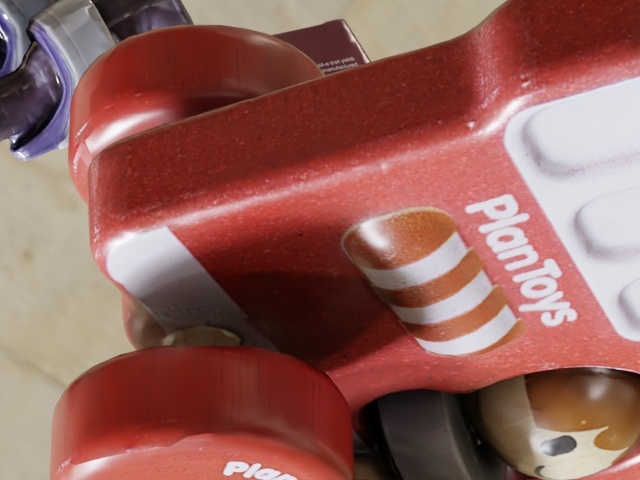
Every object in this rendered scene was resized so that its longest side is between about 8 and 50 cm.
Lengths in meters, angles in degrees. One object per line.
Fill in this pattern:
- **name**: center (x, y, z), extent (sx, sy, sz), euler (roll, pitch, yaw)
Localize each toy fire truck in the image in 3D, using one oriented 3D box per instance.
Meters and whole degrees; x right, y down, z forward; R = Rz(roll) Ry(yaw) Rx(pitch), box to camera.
- **toy fire truck**: center (0.056, 0.033, 0.718), extent (0.254, 0.302, 0.169), euler (-14, -126, 19)

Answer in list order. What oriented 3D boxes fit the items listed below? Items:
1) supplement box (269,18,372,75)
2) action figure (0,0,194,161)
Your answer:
- **supplement box**: center (0.000, 0.000, 1.013), extent (0.239, 0.130, 0.073), euler (61, -27, 33)
- **action figure**: center (-0.188, -0.033, 0.836), extent (0.285, 0.099, 0.185), euler (-32, -149, -17)
